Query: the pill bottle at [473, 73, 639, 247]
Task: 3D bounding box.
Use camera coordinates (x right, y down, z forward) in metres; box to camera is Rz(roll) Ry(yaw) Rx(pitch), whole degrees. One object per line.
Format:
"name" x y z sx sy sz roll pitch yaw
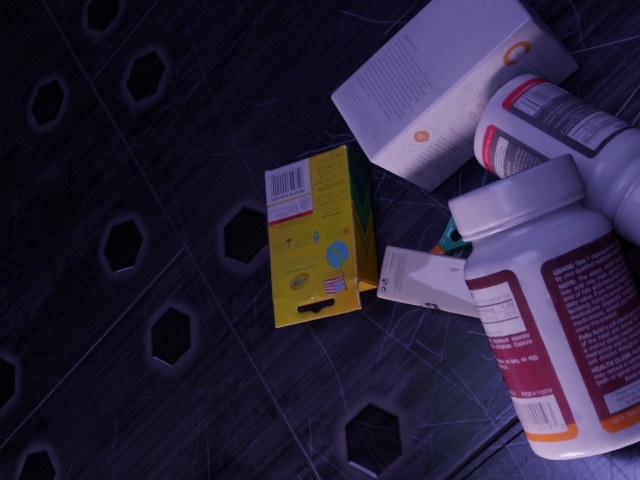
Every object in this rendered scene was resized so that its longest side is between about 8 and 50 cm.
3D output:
"pill bottle" 0.411 -0.121 1.506 0.318 0.176 0.176 39 102 36

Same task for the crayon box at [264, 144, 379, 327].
"crayon box" 0.000 0.000 1.829 0.202 0.081 0.318 -15 70 32

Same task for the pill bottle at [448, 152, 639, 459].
"pill bottle" 0.339 0.090 1.377 0.224 0.224 0.392 -21 90 30

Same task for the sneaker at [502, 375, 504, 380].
"sneaker" 0.352 0.198 1.546 0.170 0.051 0.089 15 92 40

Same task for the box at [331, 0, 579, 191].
"box" 0.229 -0.274 1.650 0.345 0.215 0.168 -41 58 20

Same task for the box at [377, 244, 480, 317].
"box" 0.242 0.078 1.603 0.275 0.113 0.094 10 87 33

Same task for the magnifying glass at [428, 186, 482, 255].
"magnifying glass" 0.234 -0.002 1.698 0.231 0.026 0.092 -45 57 19
